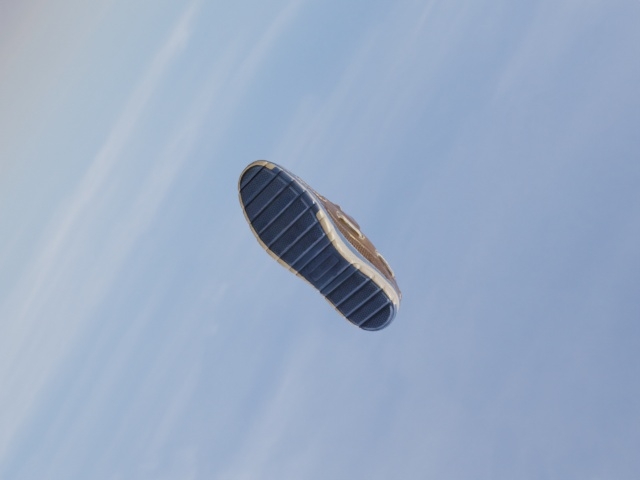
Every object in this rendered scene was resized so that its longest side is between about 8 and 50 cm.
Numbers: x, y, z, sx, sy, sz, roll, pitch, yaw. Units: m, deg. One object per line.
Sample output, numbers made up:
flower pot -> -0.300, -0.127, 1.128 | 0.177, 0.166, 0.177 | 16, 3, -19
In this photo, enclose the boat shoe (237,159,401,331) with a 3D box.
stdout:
boat shoe -> 0.000, 0.000, 0.688 | 0.066, 0.183, 0.066 | -37, -172, 25
